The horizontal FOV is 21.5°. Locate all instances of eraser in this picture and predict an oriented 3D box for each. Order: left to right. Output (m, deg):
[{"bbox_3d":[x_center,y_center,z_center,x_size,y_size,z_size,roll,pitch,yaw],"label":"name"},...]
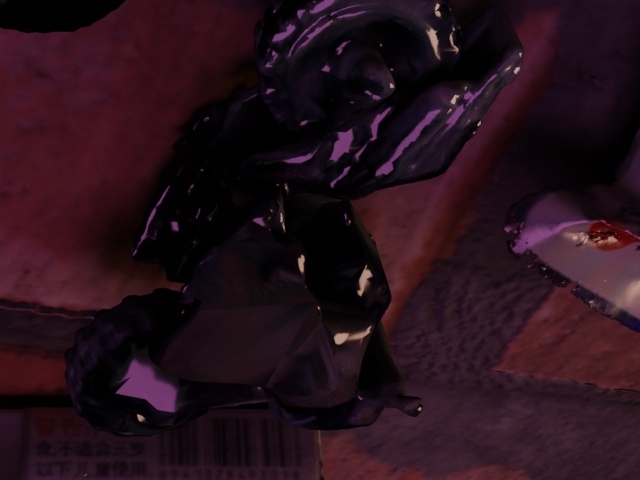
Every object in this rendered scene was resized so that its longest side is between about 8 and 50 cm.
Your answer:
[{"bbox_3d":[-0.109,0.145,0.935,0.210,0.068,0.124,2,144,-8],"label":"eraser"}]

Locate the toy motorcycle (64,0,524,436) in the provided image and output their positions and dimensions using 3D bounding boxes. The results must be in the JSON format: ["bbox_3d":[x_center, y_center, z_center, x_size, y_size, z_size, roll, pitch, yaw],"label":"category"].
[{"bbox_3d":[0.000,0.000,0.733,0.159,0.106,0.270,15,127,-29],"label":"toy motorcycle"}]

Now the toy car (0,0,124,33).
[{"bbox_3d":[-0.119,-0.177,0.432,0.359,0.176,0.213,-39,156,27],"label":"toy car"}]

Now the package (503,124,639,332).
[{"bbox_3d":[0.213,-0.008,0.782,0.269,0.071,0.194,13,143,-41],"label":"package"}]
